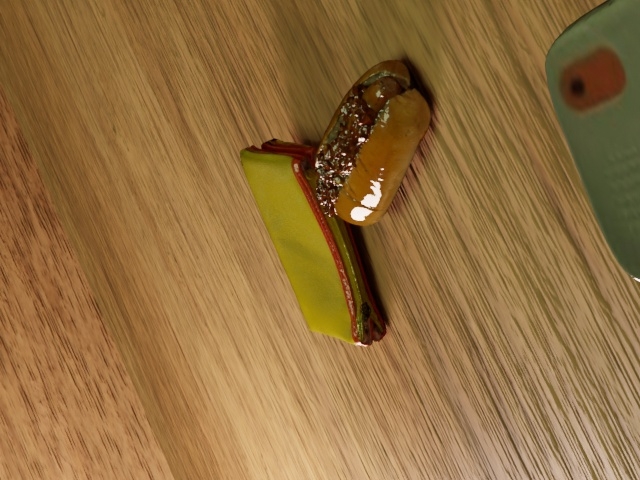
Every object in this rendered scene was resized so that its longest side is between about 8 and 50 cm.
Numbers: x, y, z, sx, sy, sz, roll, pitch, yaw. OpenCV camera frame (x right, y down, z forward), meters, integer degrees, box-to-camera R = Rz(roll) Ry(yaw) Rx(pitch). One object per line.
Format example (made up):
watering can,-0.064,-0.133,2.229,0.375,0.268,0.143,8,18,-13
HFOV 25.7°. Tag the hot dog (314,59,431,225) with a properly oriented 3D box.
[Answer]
hot dog,0.040,-0.084,1.368,0.102,0.076,0.249,59,157,15

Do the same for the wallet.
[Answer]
wallet,0.000,0.000,1.588,0.141,0.067,0.241,13,127,61

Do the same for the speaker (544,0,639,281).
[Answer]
speaker,0.273,-0.093,0.603,0.183,0.184,0.406,67,160,0
